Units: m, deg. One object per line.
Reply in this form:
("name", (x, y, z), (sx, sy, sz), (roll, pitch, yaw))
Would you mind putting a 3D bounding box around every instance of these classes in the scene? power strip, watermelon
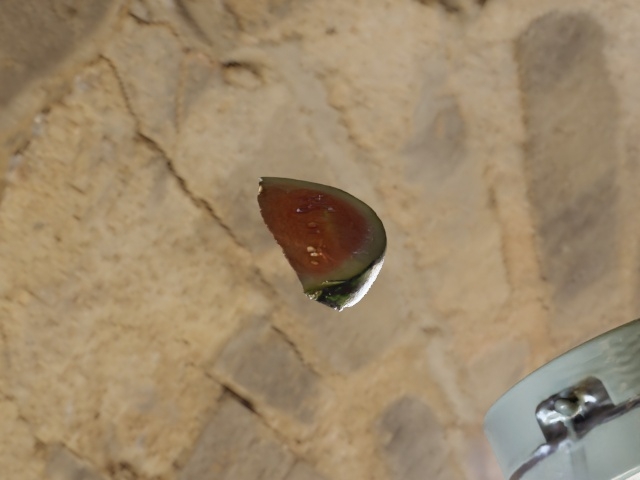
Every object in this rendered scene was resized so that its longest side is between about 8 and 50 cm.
("power strip", (0.366, 0.221, 1.638), (0.357, 0.161, 0.357), (-21, -22, -9))
("watermelon", (0.000, -0.005, 1.387), (0.119, 0.245, 0.063), (13, -63, -21))
